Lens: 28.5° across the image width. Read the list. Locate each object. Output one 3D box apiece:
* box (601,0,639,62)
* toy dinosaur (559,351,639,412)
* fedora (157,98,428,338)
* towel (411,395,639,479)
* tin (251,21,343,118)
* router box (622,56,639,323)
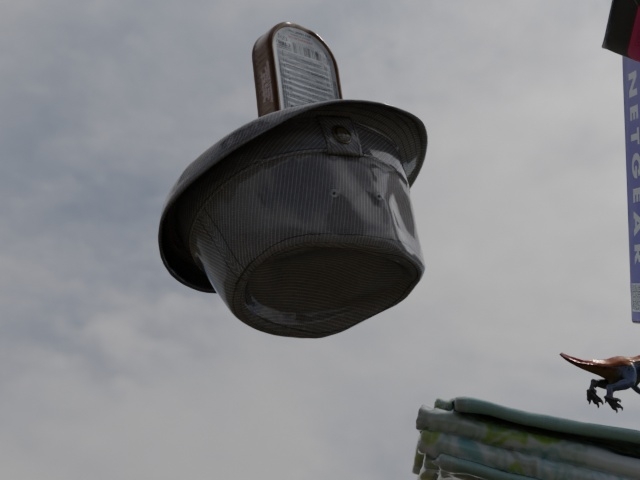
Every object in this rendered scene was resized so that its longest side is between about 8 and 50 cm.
[{"bbox_3d":[0.323,-0.259,0.900,0.143,0.270,0.165,24,-19,15],"label":"box"},{"bbox_3d":[0.240,0.096,0.944,0.090,0.082,0.047,55,-23,-8],"label":"toy dinosaur"},{"bbox_3d":[0.000,0.000,1.087,0.275,0.124,0.244,9,-48,-45],"label":"fedora"},{"bbox_3d":[0.274,0.256,1.288,0.374,0.090,0.320,14,-19,6],"label":"towel"},{"bbox_3d":[-0.023,-0.162,1.416,0.106,0.190,0.040,10,-31,-33],"label":"tin"},{"bbox_3d":[0.500,-0.077,1.408,0.301,0.336,0.082,-1,-2,-3],"label":"router box"}]
